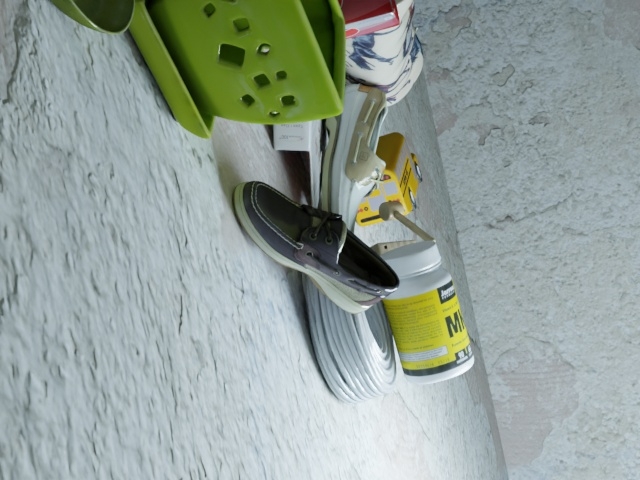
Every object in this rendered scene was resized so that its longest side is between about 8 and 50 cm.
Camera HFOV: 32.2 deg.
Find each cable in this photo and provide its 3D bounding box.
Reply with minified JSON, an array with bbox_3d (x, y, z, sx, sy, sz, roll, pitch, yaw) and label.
[{"bbox_3d":[0.051,0.127,1.743,0.257,0.089,0.257,58,22,-50],"label":"cable"}]

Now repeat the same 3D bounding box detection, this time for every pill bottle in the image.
[{"bbox_3d":[0.165,0.114,1.782,0.119,0.119,0.209,-49,123,-73],"label":"pill bottle"}]

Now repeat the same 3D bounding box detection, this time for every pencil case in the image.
[{"bbox_3d":[0.094,-0.379,1.876,0.410,0.159,0.184,71,37,-74],"label":"pencil case"}]

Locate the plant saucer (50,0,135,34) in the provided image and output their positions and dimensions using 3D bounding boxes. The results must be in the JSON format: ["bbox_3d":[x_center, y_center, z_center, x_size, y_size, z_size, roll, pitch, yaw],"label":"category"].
[{"bbox_3d":[-0.258,-0.319,1.114,0.241,0.037,0.241,-14,90,-77],"label":"plant saucer"}]

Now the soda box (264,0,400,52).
[{"bbox_3d":[-0.031,-0.305,1.505,0.092,0.263,0.084,-2,78,-80],"label":"soda box"}]

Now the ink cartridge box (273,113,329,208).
[{"bbox_3d":[-0.028,-0.215,1.845,0.296,0.066,0.261,-79,170,-60],"label":"ink cartridge box"}]

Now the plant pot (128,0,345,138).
[{"bbox_3d":[-0.100,-0.268,1.325,0.227,0.207,0.228,-88,158,-51],"label":"plant pot"}]

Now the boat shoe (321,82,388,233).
[{"bbox_3d":[0.059,-0.125,1.899,0.113,0.103,0.303,61,32,-79],"label":"boat shoe"}]

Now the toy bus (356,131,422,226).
[{"bbox_3d":[0.133,-0.130,2.298,0.333,0.108,0.130,-68,139,-67],"label":"toy bus"}]

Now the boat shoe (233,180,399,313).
[{"bbox_3d":[0.000,0.000,1.532,0.285,0.092,0.103,41,39,-31],"label":"boat shoe"}]

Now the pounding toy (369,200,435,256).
[{"bbox_3d":[0.113,0.034,1.903,0.094,0.181,0.206,-5,76,-30],"label":"pounding toy"}]
